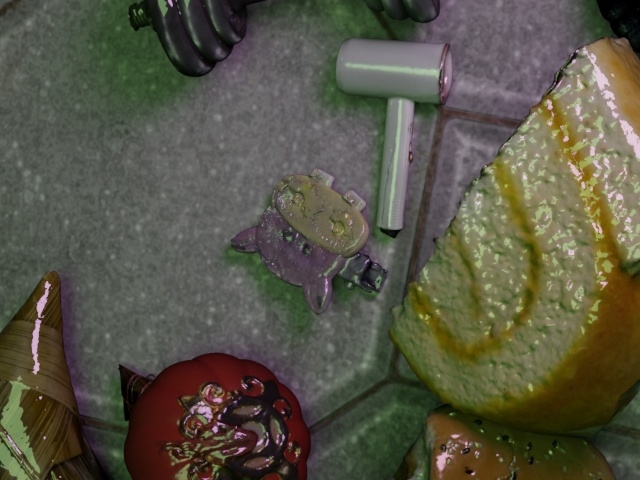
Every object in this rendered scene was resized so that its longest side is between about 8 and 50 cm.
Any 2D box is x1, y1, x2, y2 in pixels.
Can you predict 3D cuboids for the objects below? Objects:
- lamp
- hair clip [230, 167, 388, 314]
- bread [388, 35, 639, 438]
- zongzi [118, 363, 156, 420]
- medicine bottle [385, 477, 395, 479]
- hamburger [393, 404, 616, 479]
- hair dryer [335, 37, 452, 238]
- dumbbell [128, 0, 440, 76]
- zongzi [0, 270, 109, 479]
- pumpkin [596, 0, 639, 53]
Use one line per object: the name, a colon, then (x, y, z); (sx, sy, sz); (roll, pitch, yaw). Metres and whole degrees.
lamp: (-0.116, 0.243, 1.537); (0.227, 0.227, 0.227); (1, 93, 13)
hair clip: (-0.001, -0.001, 1.583); (0.187, 0.056, 0.146); (36, 93, 12)
bread: (0.283, 0.017, 1.360); (0.264, 0.239, 0.395); (44, 120, 22)
zongzi: (-0.229, 0.186, 1.644); (0.083, 0.067, 0.073); (-18, 95, 30)
medicine bottle: (0.102, 0.452, 1.544); (0.179, 0.124, 0.324); (-21, 86, 6)
hamburger: (0.195, 0.272, 1.446); (0.288, 0.167, 0.192); (1, 79, -23)
hair dryer: (0.082, -0.120, 1.562); (0.131, 0.073, 0.236); (6, 103, 14)
dumbbell: (-0.030, -0.305, 1.512); (0.406, 0.179, 0.179); (-11, 90, 13)
zongzi: (-0.325, 0.221, 1.636); (0.286, 0.134, 0.288); (36, 92, 3)
pumpkin: (0.390, -0.295, 1.439); (0.194, 0.150, 0.194); (-7, 71, 21)
